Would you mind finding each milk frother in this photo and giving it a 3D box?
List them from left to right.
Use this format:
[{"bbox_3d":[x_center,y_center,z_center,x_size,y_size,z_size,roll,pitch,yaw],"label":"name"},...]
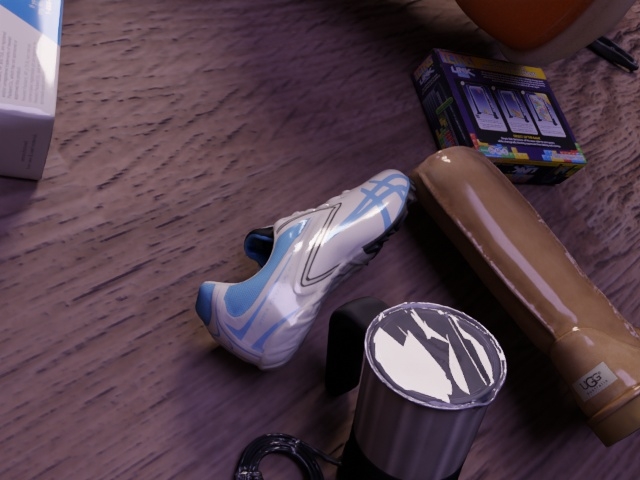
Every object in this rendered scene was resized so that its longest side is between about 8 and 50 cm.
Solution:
[{"bbox_3d":[0.025,0.120,0.399,0.129,0.134,0.143,28,42,26],"label":"milk frother"}]

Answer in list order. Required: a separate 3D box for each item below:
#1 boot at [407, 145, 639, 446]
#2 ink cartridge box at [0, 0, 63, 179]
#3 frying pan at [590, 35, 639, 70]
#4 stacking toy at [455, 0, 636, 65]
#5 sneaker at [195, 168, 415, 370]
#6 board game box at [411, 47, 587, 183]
[{"bbox_3d":[0.223,0.037,0.589,0.236,0.089,0.269,10,42,-56],"label":"boot"},{"bbox_3d":[-0.289,-0.127,0.393,0.231,0.078,0.134,7,60,-27],"label":"ink cartridge box"},{"bbox_3d":[0.322,-0.317,0.884,0.326,0.053,0.197,39,52,-2],"label":"frying pan"},{"bbox_3d":[0.096,-0.408,0.606,0.480,0.350,0.350,18,56,-11],"label":"stacking toy"},{"bbox_3d":[0.000,0.000,0.490,0.086,0.085,0.237,40,47,6],"label":"sneaker"},{"bbox_3d":[0.198,-0.134,0.703,0.170,0.048,0.141,0,62,-31],"label":"board game box"}]
